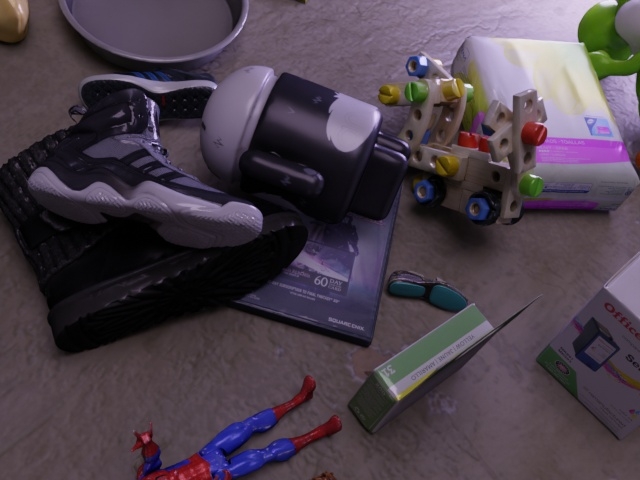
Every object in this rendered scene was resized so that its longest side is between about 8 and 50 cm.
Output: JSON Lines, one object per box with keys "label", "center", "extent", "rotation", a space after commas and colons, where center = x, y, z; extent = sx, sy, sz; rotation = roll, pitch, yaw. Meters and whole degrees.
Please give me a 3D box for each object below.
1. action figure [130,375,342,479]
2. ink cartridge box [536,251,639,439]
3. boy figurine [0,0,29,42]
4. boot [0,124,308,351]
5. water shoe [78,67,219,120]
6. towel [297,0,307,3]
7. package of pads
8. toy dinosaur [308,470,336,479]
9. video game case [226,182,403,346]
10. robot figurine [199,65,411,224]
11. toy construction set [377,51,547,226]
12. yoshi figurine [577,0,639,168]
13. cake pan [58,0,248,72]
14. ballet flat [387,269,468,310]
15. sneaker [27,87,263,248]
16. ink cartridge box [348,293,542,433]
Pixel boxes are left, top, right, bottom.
{"label": "action figure", "center": [-0.106, 0.231, 0.966], "extent": [0.280, 0.139, 0.091], "rotation": [-26, 66, -24]}
{"label": "ink cartridge box", "center": [0.392, 0.136, 1.099], "extent": [0.093, 0.212, 0.154], "rotation": [-35, 72, -30]}
{"label": "boy figurine", "center": [-0.531, -0.405, 1.299], "extent": [0.285, 0.092, 0.177], "rotation": [37, 56, 10]}
{"label": "boot", "center": [-0.216, -0.038, 1.094], "extent": [0.348, 0.131, 0.260], "rotation": [-19, 64, -15]}
{"label": "water shoe", "center": [-0.248, -0.214, 1.270], "extent": [0.203, 0.072, 0.080], "rotation": [2, 30, -12]}
{"label": "towel", "center": [-0.017, -0.507, 1.539], "extent": [0.102, 0.021, 0.237], "rotation": [32, 55, 1]}
{"label": "package of pads", "center": [0.338, -0.186, 1.367], "extent": [0.229, 0.101, 0.296], "rotation": [1, 57, -15]}
{"label": "toy dinosaur", "center": [-0.075, 0.373, 0.877], "extent": [0.218, 0.164, 0.321], "rotation": [24, 75, 21]}
{"label": "video game case", "center": [0.000, 0.000, 1.206], "extent": [0.196, 0.026, 0.274], "rotation": [17, 56, -3]}
{"label": "robot figurine", "center": [-0.024, -0.123, 1.165], "extent": [0.278, 0.209, 0.173], "rotation": [21, 76, -1]}
{"label": "toy construction set", "center": [0.207, -0.140, 1.209], "extent": [0.151, 0.214, 0.328], "rotation": [2, 15, -27]}
{"label": "yoshi figurine", "center": [0.548, -0.286, 1.474], "extent": [0.203, 0.203, 0.362], "rotation": [-20, 74, 20]}
{"label": "cake pan", "center": [-0.262, -0.371, 1.366], "extent": [0.293, 0.054, 0.293], "rotation": [7, 56, -10]}
{"label": "ballet flat", "center": [0.148, 0.063, 1.194], "extent": [0.114, 0.041, 0.041], "rotation": [15, 55, -5]}
{"label": "sneaker", "center": [-0.185, -0.087, 0.988], "extent": [0.269, 0.101, 0.153], "rotation": [11, 67, 7]}
{"label": "ink cartridge box", "center": [0.139, 0.132, 1.025], "extent": [0.171, 0.235, 0.056], "rotation": [-30, 71, -28]}
